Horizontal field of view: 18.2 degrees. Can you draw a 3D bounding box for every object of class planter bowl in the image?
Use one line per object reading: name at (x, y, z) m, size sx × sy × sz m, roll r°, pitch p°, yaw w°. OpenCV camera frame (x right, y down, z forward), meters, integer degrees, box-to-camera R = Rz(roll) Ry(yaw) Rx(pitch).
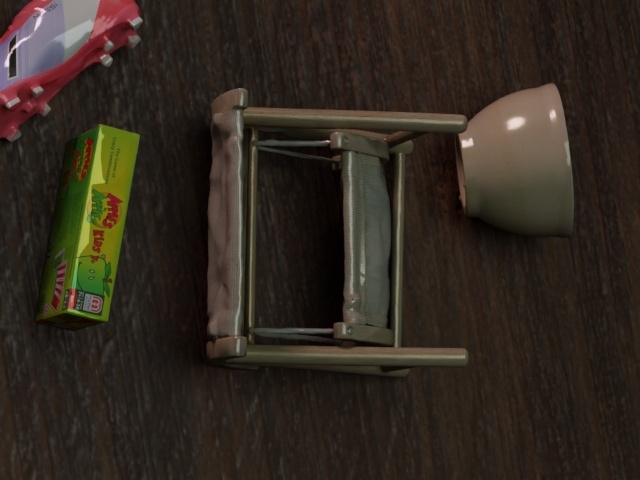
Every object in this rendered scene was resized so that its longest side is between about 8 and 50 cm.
planter bowl at (0.197, -0.078, 2.079) m, size 0.109 × 0.162 × 0.162 m, roll -6°, pitch 84°, yaw -1°

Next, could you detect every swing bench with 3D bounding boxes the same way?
swing bench at (0.000, 0.000, 1.957) m, size 0.254 × 0.165 × 0.253 m, roll 5°, pitch 81°, yaw -20°

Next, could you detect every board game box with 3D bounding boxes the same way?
board game box at (-0.221, -0.011, 1.884) m, size 0.043 × 0.092 × 0.181 m, roll 14°, pitch 76°, yaw -25°

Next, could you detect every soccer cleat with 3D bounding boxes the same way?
soccer cleat at (-0.280, -0.173, 1.897) m, size 0.248 × 0.083 × 0.095 m, roll -38°, pitch 75°, yaw -23°
